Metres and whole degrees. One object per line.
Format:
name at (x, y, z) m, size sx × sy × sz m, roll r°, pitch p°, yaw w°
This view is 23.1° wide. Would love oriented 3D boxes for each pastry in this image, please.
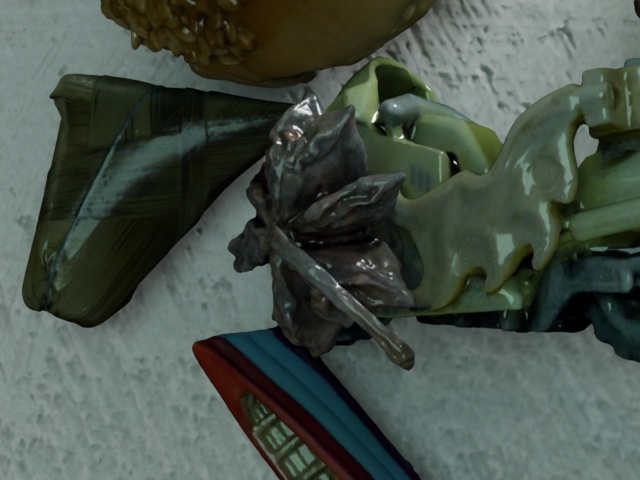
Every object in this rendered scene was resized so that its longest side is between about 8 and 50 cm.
pastry at (-0.062, -0.323, 1.264) m, size 0.409 × 0.245 × 0.409 m, roll 6°, pitch 99°, yaw 40°

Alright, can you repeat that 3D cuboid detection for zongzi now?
zongzi at (-0.128, -0.025, 1.337) m, size 0.242 × 0.112 × 0.221 m, roll 8°, pitch 81°, yaw 21°

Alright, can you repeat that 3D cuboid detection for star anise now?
star anise at (0.000, 0.000, 1.156) m, size 0.231 × 0.089 × 0.209 m, roll -147°, pitch 53°, yaw -60°

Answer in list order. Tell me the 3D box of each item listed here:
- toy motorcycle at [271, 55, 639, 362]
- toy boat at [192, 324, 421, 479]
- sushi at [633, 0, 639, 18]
toy motorcycle at (0.134, -0.026, 1.203) m, size 0.410 × 0.168 × 0.237 m, roll 3°, pitch 90°, yaw 36°
toy boat at (0.036, 0.211, 1.232) m, size 0.079 × 0.136 × 0.392 m, roll -27°, pitch 64°, yaw -23°
sushi at (0.421, -0.234, 1.050) m, size 0.417 × 0.176 × 0.417 m, roll 8°, pitch 119°, yaw 14°
